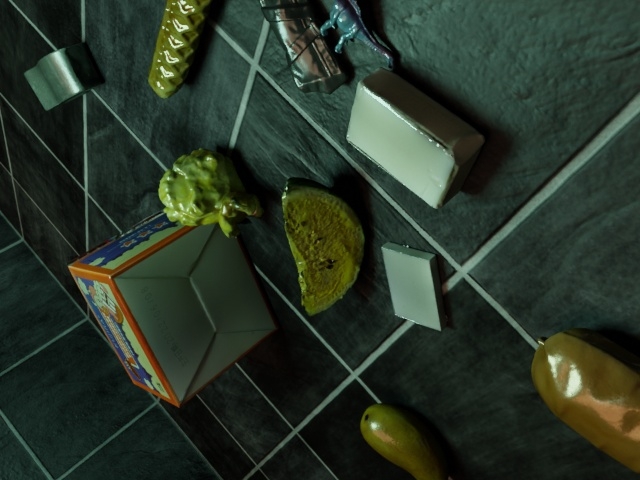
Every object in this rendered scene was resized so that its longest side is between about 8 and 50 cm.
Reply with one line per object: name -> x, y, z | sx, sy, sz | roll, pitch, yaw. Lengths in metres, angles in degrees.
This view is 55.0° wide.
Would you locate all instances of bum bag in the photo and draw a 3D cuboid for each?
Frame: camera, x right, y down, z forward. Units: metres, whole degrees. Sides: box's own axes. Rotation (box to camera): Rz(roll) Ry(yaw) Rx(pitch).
bum bag -> -0.028, -0.311, 0.922 | 0.087, 0.049, 0.198 | -19, 105, 30

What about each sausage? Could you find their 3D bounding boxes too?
sausage -> 0.390, 0.208, 0.810 | 0.241, 0.120, 0.136 | 32, 126, 29

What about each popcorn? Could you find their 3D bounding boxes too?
popcorn -> -0.226, -0.088, 1.245 | 0.195, 0.168, 0.174 | 47, 148, 11

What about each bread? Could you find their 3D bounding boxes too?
bread -> -0.246, -0.382, 1.091 | 0.077, 0.084, 0.367 | 17, 149, -18

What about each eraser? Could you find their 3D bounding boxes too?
eraser -> 0.162, 0.079, 1.056 | 0.103, 0.023, 0.151 | 16, 132, 43

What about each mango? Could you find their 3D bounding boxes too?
mango -> 0.181, 0.428, 1.281 | 0.227, 0.099, 0.136 | 45, 142, -1

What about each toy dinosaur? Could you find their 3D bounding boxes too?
toy dinosaur -> 0.035, -0.310, 0.849 | 0.197, 0.045, 0.080 | 49, 141, -8

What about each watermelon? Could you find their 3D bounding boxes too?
watermelon -> 0.000, 0.000, 1.086 | 0.123, 0.129, 0.301 | 28, 144, 37

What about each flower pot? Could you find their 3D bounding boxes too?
flower pot -> -0.632, -0.402, 1.517 | 0.229, 0.103, 0.108 | 0, 120, 49

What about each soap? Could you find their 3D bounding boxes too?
soap -> 0.125, -0.142, 0.859 | 0.183, 0.063, 0.121 | 41, 150, 18

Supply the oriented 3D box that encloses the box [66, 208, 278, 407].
box -> -0.340, 0.135, 1.449 | 0.256, 0.318, 0.349 | 6, 125, 50
